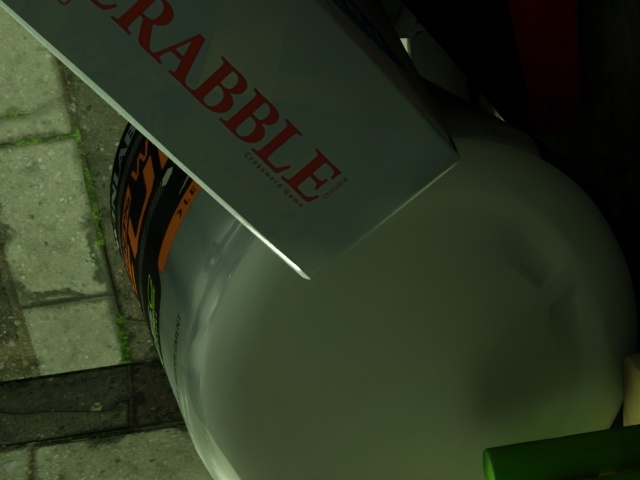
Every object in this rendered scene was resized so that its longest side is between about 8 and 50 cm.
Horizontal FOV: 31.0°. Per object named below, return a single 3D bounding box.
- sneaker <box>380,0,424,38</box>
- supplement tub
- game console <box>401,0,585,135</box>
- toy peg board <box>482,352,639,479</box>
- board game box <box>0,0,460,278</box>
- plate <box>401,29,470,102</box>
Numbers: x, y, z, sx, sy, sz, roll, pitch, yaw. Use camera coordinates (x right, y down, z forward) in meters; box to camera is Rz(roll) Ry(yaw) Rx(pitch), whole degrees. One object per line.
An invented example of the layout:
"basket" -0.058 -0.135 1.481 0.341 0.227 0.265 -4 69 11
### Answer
"sneaker" -0.023 -0.192 0.702 0.224 0.098 0.083 45 133 45
"supplement tub" 0.000 0.000 0.580 0.316 0.193 0.193 -133 34 -65
"game console" -0.007 -0.267 0.502 0.386 0.060 0.342 58 176 38
"toy peg board" 0.113 0.149 0.409 0.161 0.079 0.160 -107 10 -68
"board game box" -0.103 -0.177 0.405 0.319 0.066 0.318 43 -164 -25
"plate" 0.066 -0.086 0.832 0.277 0.045 0.278 -171 73 -85
